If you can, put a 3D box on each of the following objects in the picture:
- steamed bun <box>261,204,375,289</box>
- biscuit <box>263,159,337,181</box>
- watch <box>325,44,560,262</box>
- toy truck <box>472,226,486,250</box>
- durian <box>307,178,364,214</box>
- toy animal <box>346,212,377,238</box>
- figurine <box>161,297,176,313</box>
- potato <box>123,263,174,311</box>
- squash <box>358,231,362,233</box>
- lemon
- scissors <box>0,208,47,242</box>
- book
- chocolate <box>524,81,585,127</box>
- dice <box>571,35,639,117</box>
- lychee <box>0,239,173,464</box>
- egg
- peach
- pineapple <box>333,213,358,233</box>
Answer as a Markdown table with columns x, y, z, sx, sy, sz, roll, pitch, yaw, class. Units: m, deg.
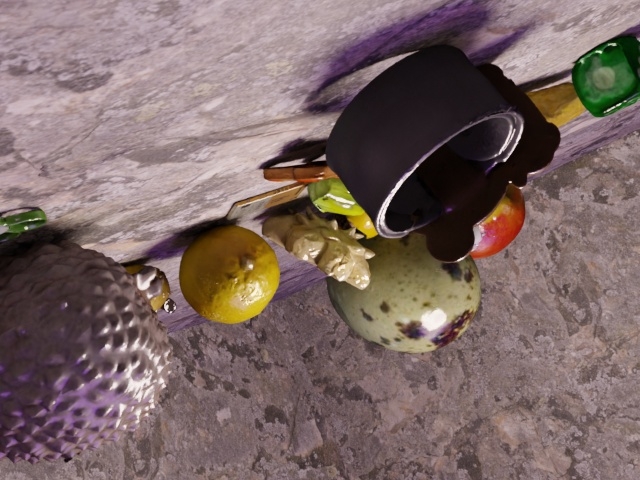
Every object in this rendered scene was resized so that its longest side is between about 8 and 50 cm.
| x | y | z | sx | sy | sz | roll | pitch | yaw | class |
| --- | --- | --- | --- | --- | --- | --- | --- | --- | --- |
| 0.000 | 0.000 | 1.973 | 0.137 | 0.292 | 0.295 | -63 | -171 | 2 | steamed bun |
| 0.024 | -0.133 | 1.533 | 0.165 | 0.036 | 0.250 | 6 | -166 | 44 | biscuit |
| 0.187 | -0.166 | 1.284 | 0.335 | 0.314 | 0.327 | -38 | 159 | 7 | watch |
| 0.295 | -0.094 | 1.942 | 0.124 | 0.268 | 0.155 | -22 | 171 | -7 | toy truck |
| 0.050 | -0.108 | 1.798 | 0.139 | 0.101 | 0.250 | 6 | -177 | 20 | durian |
| 0.146 | -0.085 | 2.029 | 0.156 | 0.156 | 0.229 | -26 | 176 | 27 | toy animal |
| -0.505 | 0.182 | 2.011 | 0.257 | 0.192 | 0.167 | -44 | 141 | -17 | figurine |
| -0.475 | 0.141 | 1.843 | 0.300 | 0.140 | 0.173 | -13 | 126 | -45 | potato |
| 0.145 | -0.045 | 2.401 | 0.252 | 0.049 | 0.252 | -31 | -166 | 8 | squash |
| -0.210 | 0.078 | 1.856 | 0.235 | 0.236 | 0.263 | -19 | 151 | -22 | lemon |
| -0.475 | -0.021 | 1.139 | 0.101 | 0.027 | 0.204 | -25 | 174 | 12 | scissors |
| -0.117 | -0.087 | 1.770 | 0.172 | 0.012 | 0.118 | -20 | 173 | -19 | book |
| 0.357 | -0.219 | 1.720 | 0.445 | 0.162 | 0.162 | -26 | 174 | -12 | chocolate |
| 0.604 | -0.334 | 1.651 | 0.120 | 0.128 | 0.131 | -17 | 170 | -43 | dice |
| -0.453 | 0.185 | 1.388 | 0.432 | 0.380 | 0.380 | -36 | 176 | -15 | lychee |
| 0.218 | 0.123 | 2.159 | 0.427 | 0.345 | 0.345 | 6 | -168 | 38 | egg |
| 0.414 | -0.082 | 2.314 | 0.332 | 0.308 | 0.307 | -22 | 175 | 40 | peach |
| 0.126 | -0.074 | 2.267 | 0.221 | 0.103 | 0.083 | -27 | -158 | 32 | pineapple |
